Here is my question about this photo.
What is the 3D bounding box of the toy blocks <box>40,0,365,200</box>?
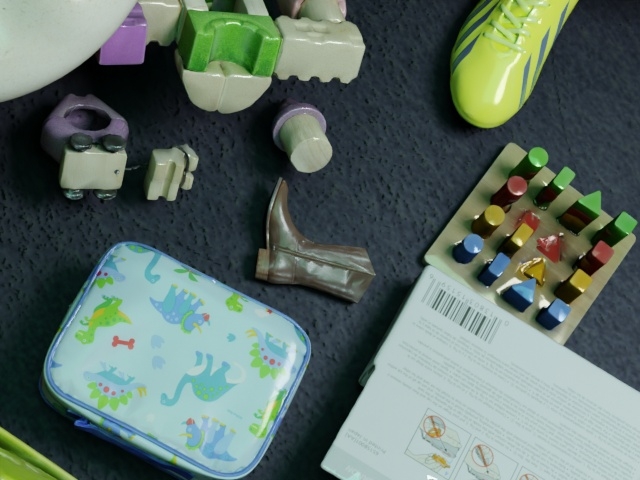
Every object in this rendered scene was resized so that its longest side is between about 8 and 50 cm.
[{"bbox_3d":[-0.116,-0.235,1.612,0.288,0.309,0.260,1,38,-22],"label":"toy blocks"}]

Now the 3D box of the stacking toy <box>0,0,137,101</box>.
[{"bbox_3d":[-0.360,-0.314,1.442,0.350,0.480,0.350,-6,105,-24],"label":"stacking toy"}]

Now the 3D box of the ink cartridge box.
[{"bbox_3d":[0.159,0.190,1.574,0.275,0.060,0.239,32,62,-1],"label":"ink cartridge box"}]

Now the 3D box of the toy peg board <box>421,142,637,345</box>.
[{"bbox_3d":[0.213,0.000,1.652,0.161,0.079,0.160,37,69,2],"label":"toy peg board"}]

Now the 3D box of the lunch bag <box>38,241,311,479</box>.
[{"bbox_3d":[-0.135,0.117,1.536,0.219,0.090,0.176,27,69,-3],"label":"lunch bag"}]

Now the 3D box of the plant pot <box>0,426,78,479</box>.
[{"bbox_3d":[-0.275,0.271,1.352,0.228,0.207,0.227,-48,125,0],"label":"plant pot"}]

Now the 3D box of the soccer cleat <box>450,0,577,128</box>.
[{"bbox_3d":[0.214,-0.243,1.704,0.093,0.121,0.289,31,69,0],"label":"soccer cleat"}]

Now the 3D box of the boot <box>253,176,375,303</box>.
[{"bbox_3d":[0.000,0.000,1.629,0.114,0.037,0.106,11,84,-5],"label":"boot"}]
